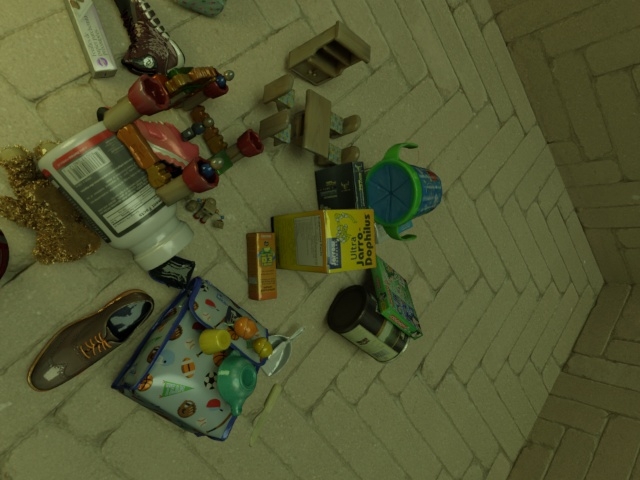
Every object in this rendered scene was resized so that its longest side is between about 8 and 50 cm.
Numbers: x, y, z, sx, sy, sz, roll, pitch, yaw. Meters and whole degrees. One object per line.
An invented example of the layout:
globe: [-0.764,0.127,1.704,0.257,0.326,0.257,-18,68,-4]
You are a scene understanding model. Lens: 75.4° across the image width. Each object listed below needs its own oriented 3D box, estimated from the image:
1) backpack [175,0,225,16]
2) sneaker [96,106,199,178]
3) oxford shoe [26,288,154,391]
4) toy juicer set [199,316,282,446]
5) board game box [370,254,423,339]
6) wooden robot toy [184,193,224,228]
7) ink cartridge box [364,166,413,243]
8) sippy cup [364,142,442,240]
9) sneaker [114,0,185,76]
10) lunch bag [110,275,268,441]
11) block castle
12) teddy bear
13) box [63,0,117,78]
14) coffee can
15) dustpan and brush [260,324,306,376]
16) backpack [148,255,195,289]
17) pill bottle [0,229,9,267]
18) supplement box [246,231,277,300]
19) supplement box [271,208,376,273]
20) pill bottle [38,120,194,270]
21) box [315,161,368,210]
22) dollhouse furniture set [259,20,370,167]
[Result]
backpack: [-0.389,-0.795,1.306,0.182,0.152,0.115,0,95,-46]
sneaker: [-0.506,-0.311,1.246,0.314,0.116,0.136,34,61,-35]
oxford shoe: [-0.620,0.267,1.129,0.363,0.133,0.130,-45,113,-25]
toy juicer set: [-0.211,0.375,1.176,0.209,0.089,0.329,-27,98,-58]
board game box: [0.299,0.221,1.667,0.213,0.046,0.317,39,26,-26]
wooden robot toy: [-0.376,-0.112,1.352,0.173,0.076,0.079,40,34,-26]
ink cartridge box: [0.200,-0.145,1.638,0.198,0.197,0.270,-24,102,-31]
sippy cup: [0.308,-0.171,1.471,0.224,0.240,0.305,-8,136,-42]
sneaker: [-0.546,-0.598,1.212,0.162,0.106,0.281,-49,115,-21]
lunch bag: [-0.354,0.345,1.254,0.328,0.239,0.385,45,50,-24]
block castle: [-0.334,-0.317,1.154,0.303,0.213,0.453,59,22,-17]
teddy bear: [-0.715,-0.102,1.098,0.338,0.113,0.245,59,44,-17]
box: [-0.662,-0.627,1.158,0.063,0.067,0.324,-23,101,-31]
coffee can: [0.191,0.330,1.623,0.275,0.201,0.201,40,69,-27]
dustpan and brush: [-0.137,0.375,1.489,0.211,0.060,0.147,-41,110,-27]
backpack: [-0.459,0.092,1.258,0.120,0.101,0.098,22,75,-26]
pill bottle: [-0.791,0.032,0.857,0.229,0.408,0.229,1,88,-33]
supplement box: [-0.204,0.088,1.441,0.078,0.080,0.233,-3,89,-36]
supplement box: [0.000,0.000,1.410,0.195,0.357,0.194,-4,92,-33]
pill bottle: [-0.515,-0.108,1.086,0.210,0.210,0.363,-45,116,-26]
box: [0.073,-0.184,1.534,0.059,0.233,0.183,-8,94,-36]
dollhouse furniture set: [0.019,-0.498,1.451,0.362,0.256,0.394,14,75,-44]
